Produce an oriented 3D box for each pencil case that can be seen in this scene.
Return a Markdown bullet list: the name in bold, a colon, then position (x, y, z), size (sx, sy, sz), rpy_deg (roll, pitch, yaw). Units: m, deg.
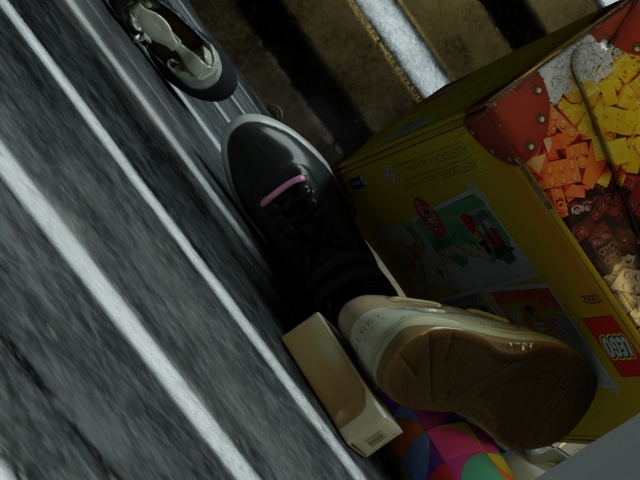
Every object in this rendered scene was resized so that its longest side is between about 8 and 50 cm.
- **pencil case**: position (0.114, 0.196, 1.733), size (0.104, 0.104, 0.236), rpy_deg (51, 6, -49)

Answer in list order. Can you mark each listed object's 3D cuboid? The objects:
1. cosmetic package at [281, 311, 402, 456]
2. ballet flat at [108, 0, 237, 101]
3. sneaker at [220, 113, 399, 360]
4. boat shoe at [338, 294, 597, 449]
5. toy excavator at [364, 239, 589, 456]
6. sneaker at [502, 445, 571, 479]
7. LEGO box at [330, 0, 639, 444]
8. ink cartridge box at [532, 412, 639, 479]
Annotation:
- **cosmetic package**: position (0.018, 0.123, 1.595), size (0.115, 0.041, 0.060), rpy_deg (57, 5, 26)
- **ballet flat**: position (-0.163, -0.218, 2.121), size (0.203, 0.074, 0.074), rpy_deg (46, 8, -30)
- **sneaker**: position (0.001, 0.000, 1.950), size (0.296, 0.104, 0.147), rpy_deg (58, -3, -17)
- **boat shoe**: position (0.136, 0.109, 1.673), size (0.302, 0.109, 0.098), rpy_deg (18, 16, -45)
- **toy excavator**: position (0.226, 0.216, 2.501), size (0.433, 0.222, 0.445), rpy_deg (53, -9, -28)
- **sneaker**: position (0.327, 0.363, 2.152), size (0.330, 0.146, 0.122), rpy_deg (32, -8, 19)
- **LEGO box**: position (0.245, 0.003, 1.863), size (0.372, 0.193, 0.500), rpy_deg (55, -16, -6)
- **ink cartridge box**: position (0.177, 0.262, 0.961), size (0.306, 0.226, 0.131), rpy_deg (54, 5, -32)
